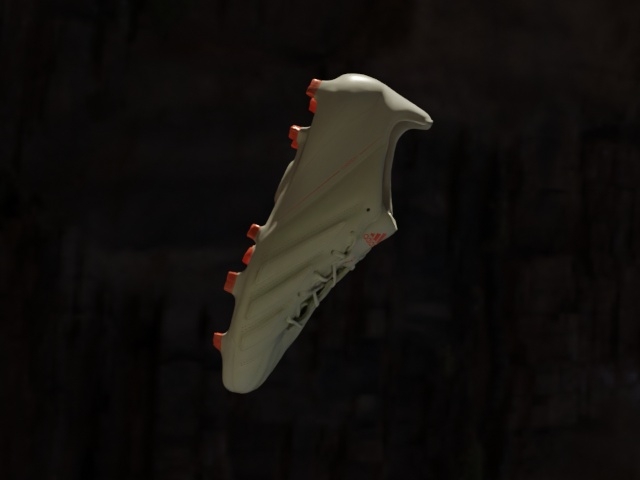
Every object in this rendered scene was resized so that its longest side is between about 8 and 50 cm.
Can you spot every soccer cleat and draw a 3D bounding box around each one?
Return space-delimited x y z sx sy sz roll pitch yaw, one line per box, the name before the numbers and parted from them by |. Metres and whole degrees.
soccer cleat | 0.000 0.000 0.818 0.068 0.076 0.196 53 58 -82
